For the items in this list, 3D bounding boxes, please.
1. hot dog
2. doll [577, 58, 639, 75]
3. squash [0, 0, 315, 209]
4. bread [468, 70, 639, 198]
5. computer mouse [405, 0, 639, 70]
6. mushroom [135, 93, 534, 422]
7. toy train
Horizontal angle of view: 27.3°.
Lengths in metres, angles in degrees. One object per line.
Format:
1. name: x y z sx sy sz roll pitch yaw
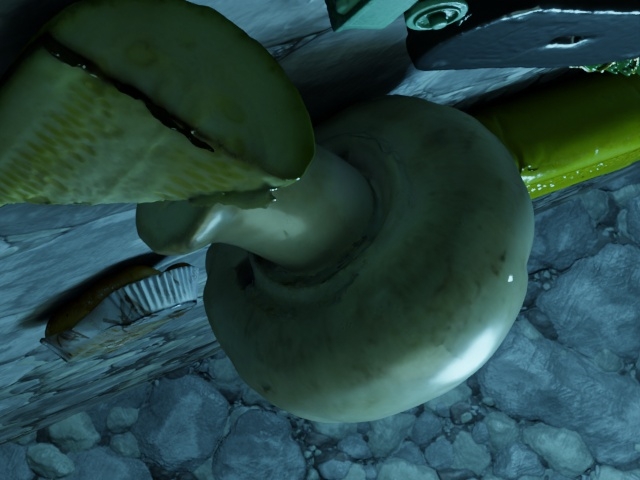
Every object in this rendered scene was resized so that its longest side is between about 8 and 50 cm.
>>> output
1. hot dog: -0.251 0.087 1.622 0.144 0.075 0.268 -8 168 -45
2. doll: 0.267 -0.180 1.261 0.113 0.076 0.078 -23 -179 9
3. squash: -0.132 -0.057 0.827 0.169 0.093 0.252 29 147 -19
4. bread: 0.243 -0.112 1.522 0.384 0.112 0.166 -19 169 -21
5. computer mouse: 0.179 -0.182 0.953 0.270 0.086 0.137 -8 171 -34
6. mushroom: 0.016 0.027 1.163 0.356 0.315 0.315 -27 176 -37
7. toy train: 0.067 -0.176 0.753 0.099 0.070 0.172 -5 163 -34
